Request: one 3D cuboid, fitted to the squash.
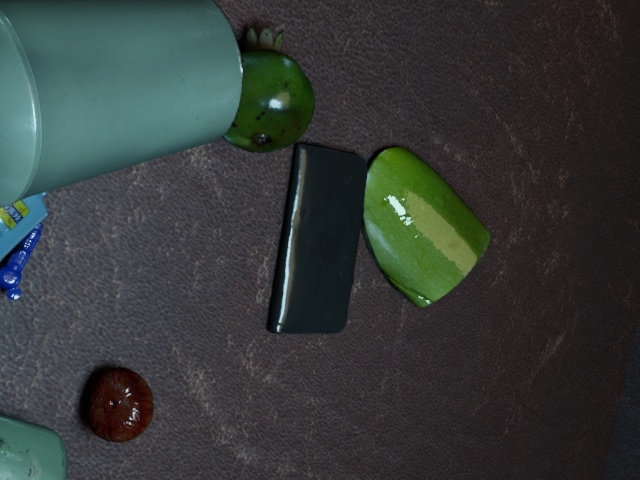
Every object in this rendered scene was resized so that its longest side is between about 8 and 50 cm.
[{"bbox_3d":[0.185,-0.046,2.066,0.309,0.210,0.233,42,68,-12],"label":"squash"}]

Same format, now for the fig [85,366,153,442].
[{"bbox_3d":[-0.308,0.276,1.591,0.153,0.119,0.119,33,75,-44],"label":"fig"}]

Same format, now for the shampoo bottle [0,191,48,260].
[{"bbox_3d":[-0.465,-0.032,1.397,0.258,0.061,0.104,-51,127,-26],"label":"shampoo bottle"}]

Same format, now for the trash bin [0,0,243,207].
[{"bbox_3d":[-0.341,-0.213,1.337,0.432,0.280,0.280,-21,113,-45],"label":"trash bin"}]

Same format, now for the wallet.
[{"bbox_3d":[0.000,0.000,1.892,0.197,0.051,0.377,5,95,-43],"label":"wallet"}]

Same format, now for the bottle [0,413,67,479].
[{"bbox_3d":[-0.529,0.298,1.338,0.347,0.168,0.168,30,77,-40],"label":"bottle"}]

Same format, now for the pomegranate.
[{"bbox_3d":[-0.099,-0.261,1.657,0.187,0.187,0.225,31,53,-45],"label":"pomegranate"}]

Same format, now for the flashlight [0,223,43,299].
[{"bbox_3d":[-0.449,0.026,1.449,0.057,0.035,0.121,30,72,-20],"label":"flashlight"}]
